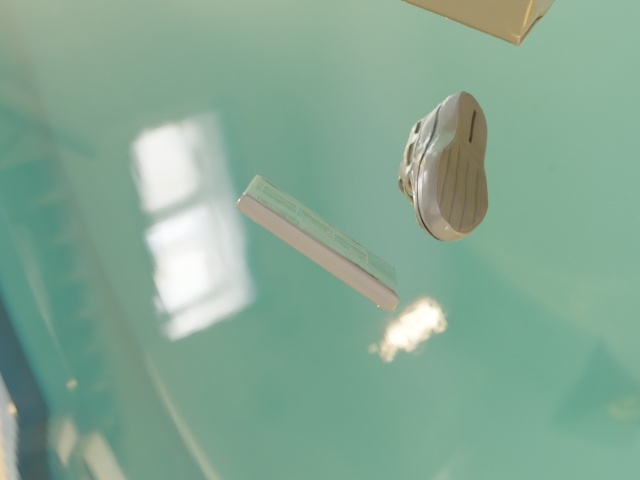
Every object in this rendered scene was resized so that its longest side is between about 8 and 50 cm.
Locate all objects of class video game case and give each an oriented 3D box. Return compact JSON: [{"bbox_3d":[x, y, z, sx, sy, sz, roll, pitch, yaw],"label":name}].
[{"bbox_3d":[0.000,0.000,1.201,0.157,0.019,0.143,34,-172,-4],"label":"video game case"}]

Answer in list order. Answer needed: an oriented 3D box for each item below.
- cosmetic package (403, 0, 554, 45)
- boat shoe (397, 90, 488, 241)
[{"bbox_3d":[0.065,-0.291,1.118,0.296,0.153,0.129,23,131,13],"label":"cosmetic package"},{"bbox_3d":[0.115,-0.061,1.345,0.075,0.226,0.083,-28,111,28],"label":"boat shoe"}]
